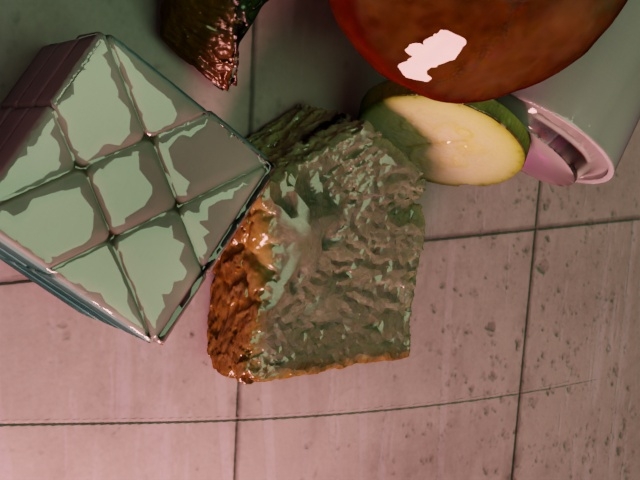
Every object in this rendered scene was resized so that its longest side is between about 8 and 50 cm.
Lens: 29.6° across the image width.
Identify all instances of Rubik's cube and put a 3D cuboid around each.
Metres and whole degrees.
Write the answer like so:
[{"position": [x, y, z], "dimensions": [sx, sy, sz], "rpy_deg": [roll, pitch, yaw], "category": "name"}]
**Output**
[{"position": [-0.227, -0.054, 1.233], "dimensions": [0.231, 0.225, 0.221], "rpy_deg": [38, 77, -27], "category": "Rubik's cube"}]

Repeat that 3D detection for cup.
[{"position": [0.328, -0.274, 1.575], "dimensions": [0.253, 0.253, 0.371], "rpy_deg": [34, 78, -36], "category": "cup"}]

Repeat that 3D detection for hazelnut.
[{"position": [0.154, -0.321, 1.321], "dimensions": [0.366, 0.366, 0.365], "rpy_deg": [-10, 108, -33], "category": "hazelnut"}]

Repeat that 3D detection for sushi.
[{"position": [-0.093, -0.304, 1.320], "dimensions": [0.140, 0.149, 0.287], "rpy_deg": [4, 99, -24], "category": "sushi"}]

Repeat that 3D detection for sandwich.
[{"position": [-0.001, 0.000, 1.481], "dimensions": [0.262, 0.131, 0.325], "rpy_deg": [-3, 103, -33], "category": "sandwich"}]

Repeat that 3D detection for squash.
[{"position": [0.153, -0.134, 1.501], "dimensions": [0.219, 0.219, 0.041], "rpy_deg": [33, 62, -36], "category": "squash"}]
